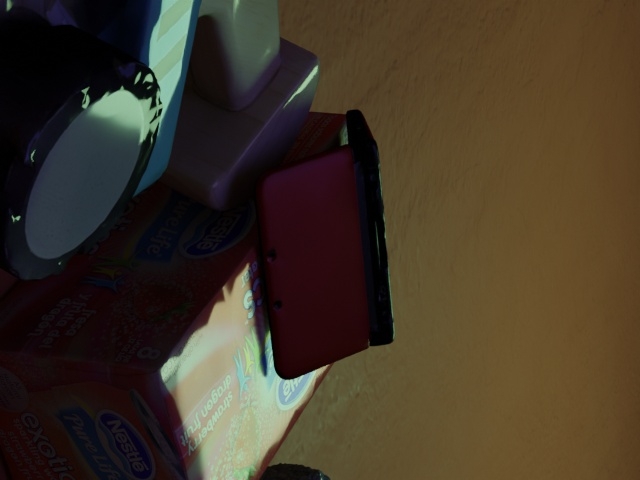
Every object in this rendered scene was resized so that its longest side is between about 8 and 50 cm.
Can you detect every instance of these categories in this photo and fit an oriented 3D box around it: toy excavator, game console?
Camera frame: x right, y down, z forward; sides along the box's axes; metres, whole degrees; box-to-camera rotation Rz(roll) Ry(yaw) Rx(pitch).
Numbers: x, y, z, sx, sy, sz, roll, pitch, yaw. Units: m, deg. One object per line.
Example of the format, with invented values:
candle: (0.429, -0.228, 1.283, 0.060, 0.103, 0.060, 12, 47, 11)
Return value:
toy excavator: (-0.103, -0.142, 0.892, 0.445, 0.222, 0.433, -39, 151, -49)
game console: (0.000, 0.000, 1.151, 0.124, 0.085, 0.144, -107, -169, -68)

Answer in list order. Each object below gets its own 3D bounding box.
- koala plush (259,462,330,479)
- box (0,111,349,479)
koala plush: (0.022, 0.305, 1.337, 0.203, 0.221, 0.196, -50, 137, -50)
box: (-0.083, 0.048, 1.168, 0.300, 0.142, 0.154, -54, 141, -48)
